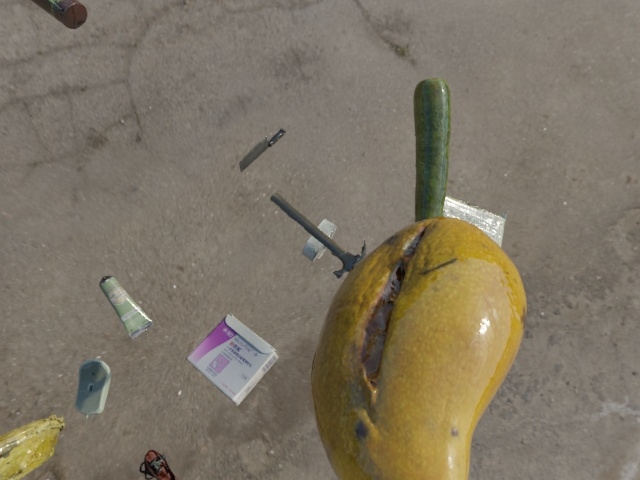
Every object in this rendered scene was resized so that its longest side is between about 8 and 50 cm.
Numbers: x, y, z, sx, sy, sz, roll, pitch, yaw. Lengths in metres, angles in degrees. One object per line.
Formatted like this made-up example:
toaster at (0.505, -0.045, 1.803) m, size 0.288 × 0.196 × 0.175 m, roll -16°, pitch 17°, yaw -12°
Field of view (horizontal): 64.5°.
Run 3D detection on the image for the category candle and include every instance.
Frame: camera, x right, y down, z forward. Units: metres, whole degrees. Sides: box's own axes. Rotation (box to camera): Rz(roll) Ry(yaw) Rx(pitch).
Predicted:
candle at (0.000, 0.000, 2.004) m, size 0.068 × 0.192 × 0.168 m, roll 32°, pitch 97°, yaw 7°

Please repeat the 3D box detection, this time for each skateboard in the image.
skateboard at (-0.401, 0.601, 1.282) m, size 0.151 × 0.080 × 0.067 m, roll 53°, pitch 29°, yaw 6°

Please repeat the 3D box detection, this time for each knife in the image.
knife at (-0.214, -0.349, 1.886) m, size 0.019 × 0.072 × 0.245 m, roll 36°, pitch 67°, yaw 15°

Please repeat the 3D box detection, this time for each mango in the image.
mango at (0.082, 0.086, 0.443) m, size 0.295 × 0.177 × 0.120 m, roll -57°, pitch 134°, yaw -44°

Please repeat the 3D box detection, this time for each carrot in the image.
carrot at (0.218, -0.136, 0.998) m, size 0.074 × 0.074 × 0.359 m, roll -1°, pitch 94°, yaw -14°

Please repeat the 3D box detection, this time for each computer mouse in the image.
computer mouse at (-0.658, 0.429, 1.472) m, size 0.089 × 0.056 × 0.182 m, roll 11°, pitch 92°, yaw -2°

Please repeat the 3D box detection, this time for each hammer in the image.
hammer at (-0.016, -0.024, 1.161) m, size 0.125 × 0.027 × 0.297 m, roll -29°, pitch 53°, yaw -33°

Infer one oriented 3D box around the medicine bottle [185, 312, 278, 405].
medicine bottle at (-0.234, 0.313, 1.354) m, size 0.201 × 0.052 × 0.171 m, roll 30°, pitch 66°, yaw 33°

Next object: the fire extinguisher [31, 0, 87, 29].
fire extinguisher at (-0.421, -0.374, 0.756) m, size 0.158 × 0.064 × 0.043 m, roll 36°, pitch 104°, yaw 10°

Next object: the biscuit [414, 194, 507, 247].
biscuit at (0.385, -0.041, 1.387) m, size 0.309 × 0.079 × 0.186 m, roll 17°, pitch 75°, yaw -18°

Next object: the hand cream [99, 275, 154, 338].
hand cream at (-0.671, 0.216, 1.727) m, size 0.086 × 0.055 × 0.235 m, roll -36°, pitch 88°, yaw -28°

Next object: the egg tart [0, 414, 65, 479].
egg tart at (-0.650, 0.465, 1.035) m, size 0.279 × 0.279 × 0.095 m, roll -32°, pitch 82°, yaw -17°
